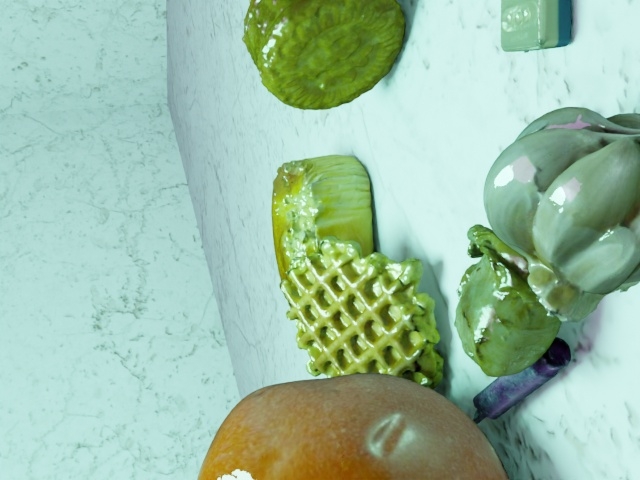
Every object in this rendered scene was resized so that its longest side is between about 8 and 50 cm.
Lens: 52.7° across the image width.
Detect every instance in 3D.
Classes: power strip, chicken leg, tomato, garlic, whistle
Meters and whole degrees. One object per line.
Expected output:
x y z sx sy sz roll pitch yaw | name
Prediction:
0.171 -0.215 0.516 0.056 0.032 0.123 -153 57 -66 | power strip
0.169 0.004 0.545 0.103 0.088 0.227 -54 -28 -77 | chicken leg
0.035 0.273 0.689 0.341 0.341 0.272 108 162 -53 | tomato
0.179 -0.046 0.402 0.194 0.131 0.127 94 157 -58 | garlic
0.187 0.140 0.625 0.176 0.033 0.033 111 146 -56 | whistle

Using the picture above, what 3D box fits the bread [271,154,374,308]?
0.000 0.000 0.974 0.179 0.133 0.250 -133 39 -66 | bread

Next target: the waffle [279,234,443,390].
0.051 0.109 0.836 0.238 0.059 0.243 6 112 42 | waffle

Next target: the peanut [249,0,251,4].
-0.064 -0.399 1.007 0.137 0.122 0.253 106 147 -70 | peanut

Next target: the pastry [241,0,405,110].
0.006 -0.242 0.764 0.188 0.189 0.103 107 144 -53 | pastry
